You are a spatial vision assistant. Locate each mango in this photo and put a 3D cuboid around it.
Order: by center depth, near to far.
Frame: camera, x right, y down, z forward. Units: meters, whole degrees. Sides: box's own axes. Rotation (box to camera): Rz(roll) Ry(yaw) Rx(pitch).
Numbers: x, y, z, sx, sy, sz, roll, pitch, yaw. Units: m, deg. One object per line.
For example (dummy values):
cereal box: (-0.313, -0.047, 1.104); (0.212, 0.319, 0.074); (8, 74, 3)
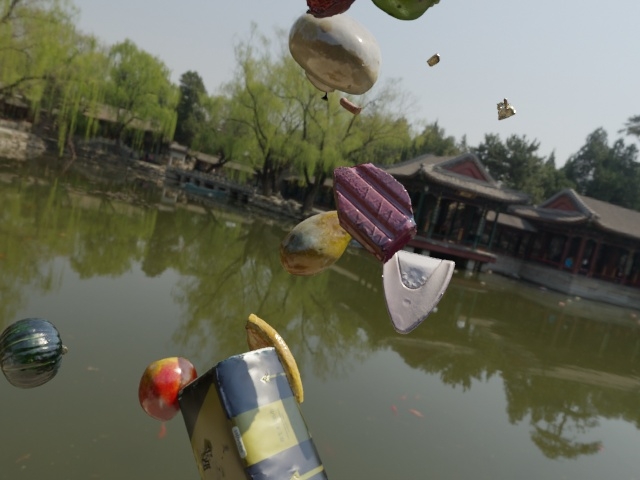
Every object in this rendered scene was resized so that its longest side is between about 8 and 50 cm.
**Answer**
mango: (0.000, 0.000, 1.546); (0.193, 0.316, 0.146); (53, -5, 29)

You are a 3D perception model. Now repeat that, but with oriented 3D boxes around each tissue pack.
tissue pack: (-0.192, 0.552, 1.248); (0.253, 0.264, 0.416); (-1, 58, -49)

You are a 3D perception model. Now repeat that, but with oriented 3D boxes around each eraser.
eraser: (0.257, 0.150, 1.287); (0.204, 0.243, 0.059); (15, -18, 11)

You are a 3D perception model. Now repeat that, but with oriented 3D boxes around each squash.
squash: (-0.873, 0.337, 1.352); (0.218, 0.218, 0.172); (18, 39, 41)

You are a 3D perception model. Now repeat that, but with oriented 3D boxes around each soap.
soap: (0.134, -0.096, 1.235); (0.289, 0.182, 0.112); (45, -16, 22)

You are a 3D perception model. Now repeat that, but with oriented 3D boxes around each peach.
peach: (-0.494, 0.480, 1.461); (0.190, 0.192, 0.190); (-3, -9, 0)

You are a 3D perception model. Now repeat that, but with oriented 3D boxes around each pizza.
pizza: (-0.175, 0.440, 1.650); (0.074, 0.182, 0.365); (-20, 67, -45)

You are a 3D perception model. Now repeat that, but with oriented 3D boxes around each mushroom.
mushroom: (0.041, -0.659, 1.635); (0.362, 0.294, 0.362); (21, 41, -20)

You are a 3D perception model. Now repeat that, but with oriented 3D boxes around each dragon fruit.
dragon fruit: (0.033, -0.655, 1.191); (0.147, 0.102, 0.096); (-9, 17, 17)

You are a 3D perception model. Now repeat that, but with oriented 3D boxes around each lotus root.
lotus root: (0.467, -0.738, 1.831); (0.037, 0.030, 0.083); (47, -5, -10)

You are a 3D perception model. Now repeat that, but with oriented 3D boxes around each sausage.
sausage: (0.127, -0.570, 1.909); (0.036, 0.042, 0.158); (-29, 41, -10)

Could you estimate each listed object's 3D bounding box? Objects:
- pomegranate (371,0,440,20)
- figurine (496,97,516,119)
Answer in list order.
pomegranate: (0.227, -0.673, 1.055); (0.260, 0.260, 0.341); (13, 9, -8)
figurine: (0.507, -0.361, 1.234); (0.047, 0.051, 0.083); (-11, 6, 8)
